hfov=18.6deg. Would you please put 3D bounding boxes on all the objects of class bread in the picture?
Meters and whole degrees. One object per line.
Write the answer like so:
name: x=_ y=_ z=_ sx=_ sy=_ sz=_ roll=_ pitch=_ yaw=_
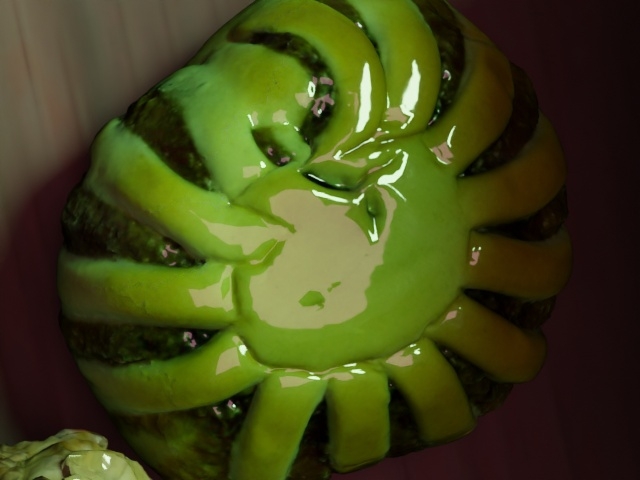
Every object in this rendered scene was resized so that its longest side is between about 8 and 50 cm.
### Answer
bread: x=0.000 y=0.000 z=0.503 sx=0.139 sy=0.071 sz=0.130 roll=-23 pitch=99 yaw=-12

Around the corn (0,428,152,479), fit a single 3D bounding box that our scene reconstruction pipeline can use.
corn: x=-0.033 y=0.186 z=0.482 sx=0.098 sy=0.098 sz=0.289 roll=-25 pitch=98 yaw=-12
